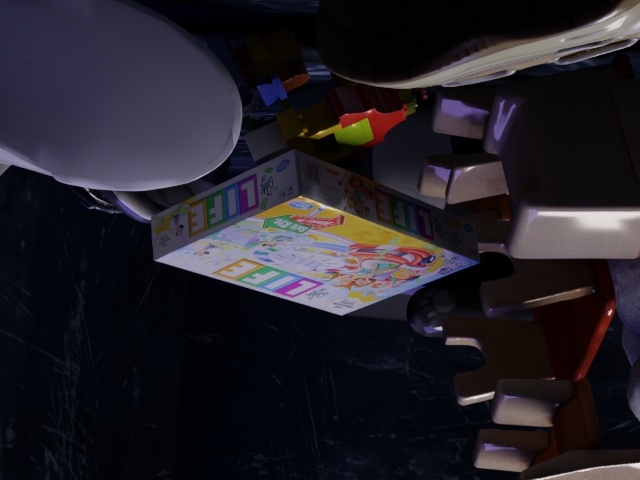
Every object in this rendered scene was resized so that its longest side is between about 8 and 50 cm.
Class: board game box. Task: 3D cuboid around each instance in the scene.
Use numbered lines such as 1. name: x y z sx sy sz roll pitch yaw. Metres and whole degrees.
1. board game box: 0.000 0.000 0.772 0.103 0.026 0.154 -23 153 36

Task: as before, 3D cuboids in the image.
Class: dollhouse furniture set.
1. dollhouse furniture set: 0.155 0.013 0.832 0.135 0.262 0.259 -5 149 -6

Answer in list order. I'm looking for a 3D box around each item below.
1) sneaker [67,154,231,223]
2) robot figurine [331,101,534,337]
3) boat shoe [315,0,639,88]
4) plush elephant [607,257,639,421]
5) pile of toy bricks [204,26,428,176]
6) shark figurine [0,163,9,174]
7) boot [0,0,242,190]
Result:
1. sneaker: -0.091 -0.061 0.859 0.163 0.086 0.226 23 -169 36
2. robot figurine: 0.096 -0.018 1.102 0.278 0.209 0.173 4 167 -11
3. boat shoe: 0.059 -0.079 0.482 0.048 0.056 0.153 10 169 -40
4. plush elephant: 0.338 0.046 0.966 0.255 0.272 0.330 39 180 43
5. pile of toy bricks: 0.012 -0.072 0.812 0.105 0.118 0.212 -23 162 1
6. shark figurine: -0.251 -0.067 0.847 0.116 0.166 0.278 28 159 51
7. boot: -0.170 -0.087 0.702 0.258 0.095 0.123 13 -175 -11
